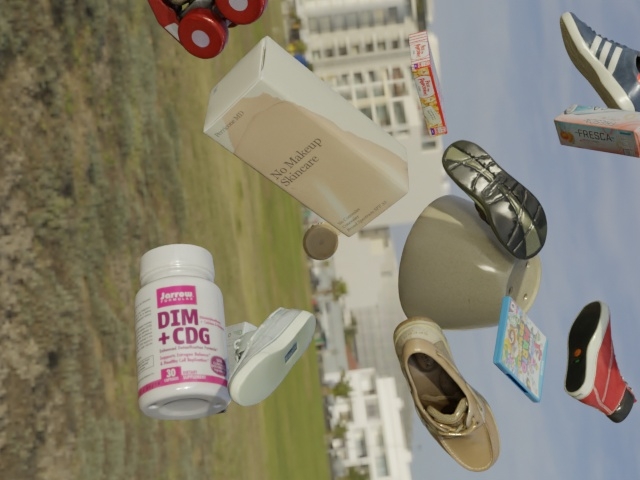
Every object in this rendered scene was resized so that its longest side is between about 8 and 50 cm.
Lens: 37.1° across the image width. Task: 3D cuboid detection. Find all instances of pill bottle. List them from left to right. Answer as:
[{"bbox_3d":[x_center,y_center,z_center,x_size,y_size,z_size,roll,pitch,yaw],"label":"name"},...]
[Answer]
[{"bbox_3d":[-0.248,0.161,1.690,0.160,0.160,0.283,82,-1,-64],"label":"pill bottle"}]

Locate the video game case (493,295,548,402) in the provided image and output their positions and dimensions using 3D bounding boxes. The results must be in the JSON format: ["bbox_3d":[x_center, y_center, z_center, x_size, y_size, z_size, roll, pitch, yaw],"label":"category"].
[{"bbox_3d":[0.334,0.183,1.585,0.166,0.015,0.119,43,51,-43],"label":"video game case"}]

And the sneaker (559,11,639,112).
[{"bbox_3d":[0.760,-0.477,2.492,0.350,0.148,0.131,62,4,22],"label":"sneaker"}]

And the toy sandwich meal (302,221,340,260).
[{"bbox_3d":[0.000,0.000,2.016,0.029,0.085,0.085,-148,-130,-76],"label":"toy sandwich meal"}]

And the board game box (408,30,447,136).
[{"bbox_3d":[0.246,-0.358,2.189,0.147,0.045,0.193,-89,163,-45],"label":"board game box"}]

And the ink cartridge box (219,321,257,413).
[{"bbox_3d":[-0.248,0.317,2.267,0.223,0.045,0.224,-18,-127,47],"label":"ink cartridge box"}]

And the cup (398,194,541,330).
[{"bbox_3d":[0.372,0.075,2.234,0.331,0.237,0.331,-19,116,-45],"label":"cup"}]

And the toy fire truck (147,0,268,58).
[{"bbox_3d":[-0.225,-0.515,1.836,0.254,0.302,0.169,43,42,-18],"label":"toy fire truck"}]

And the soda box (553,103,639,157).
[{"bbox_3d":[0.516,-0.200,1.729,0.183,0.063,0.058,20,-40,51],"label":"soda box"}]

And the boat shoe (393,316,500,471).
[{"bbox_3d":[0.222,0.297,1.690,0.341,0.121,0.110,58,15,-22],"label":"boat shoe"}]

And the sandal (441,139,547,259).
[{"bbox_3d":[0.382,-0.093,2.081,0.303,0.120,0.086,53,-7,10],"label":"sandal"}]

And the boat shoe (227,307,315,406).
[{"bbox_3d":[-0.091,0.176,1.489,0.227,0.081,0.079,-43,140,-50],"label":"boat shoe"}]

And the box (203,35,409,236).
[{"bbox_3d":[-0.018,-0.157,1.499,0.311,0.148,0.121,34,35,-26],"label":"box"}]

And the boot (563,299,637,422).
[{"bbox_3d":[0.627,0.266,2.084,0.088,0.176,0.244,-28,-144,52],"label":"boot"}]
